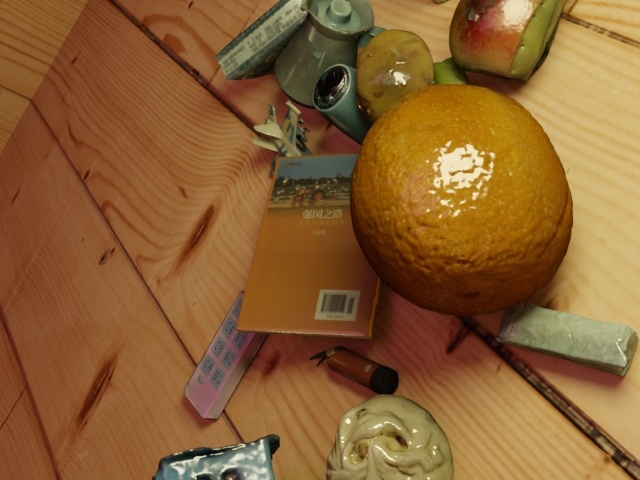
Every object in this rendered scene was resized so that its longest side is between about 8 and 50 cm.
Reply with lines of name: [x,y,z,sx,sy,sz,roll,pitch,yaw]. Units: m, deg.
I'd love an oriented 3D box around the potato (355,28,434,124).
potato: [0.128,-0.277,1.319,0.137,0.137,0.176,-6,88,44]

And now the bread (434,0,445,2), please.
bread: [0.261,-0.634,1.329,0.346,0.405,0.242,-26,65,20]

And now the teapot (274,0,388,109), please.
teapot: [0.025,-0.378,1.524,0.225,0.203,0.171,119,159,-57]

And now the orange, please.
orange: [0.198,-0.068,1.127,0.322,0.322,0.357,-35,42,29]

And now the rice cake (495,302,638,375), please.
rice cake: [0.344,0.133,1.077,0.206,0.063,0.069,8,72,46]

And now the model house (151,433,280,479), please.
model house: [-0.148,0.502,1.236,0.237,0.215,0.303,100,160,-48]

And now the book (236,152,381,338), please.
book: [0.000,0.000,1.422,0.262,0.028,0.374,-1,62,26]

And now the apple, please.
apple: [0.305,-0.362,1.263,0.207,0.174,0.188,-59,-17,-74]

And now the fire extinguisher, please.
fire extinguisher: [0.055,0.220,1.335,0.062,0.050,0.177,-34,31,-30]

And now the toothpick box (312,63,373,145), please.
toothpick box: [0.076,-0.248,1.433,0.120,0.184,0.120,-22,57,37]

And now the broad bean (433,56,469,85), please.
broad bean: [0.220,-0.238,1.360,0.124,0.082,0.174,147,126,-63]

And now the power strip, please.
power strip: [-0.187,0.235,1.584,0.109,0.037,0.279,37,99,47]

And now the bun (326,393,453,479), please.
bun: [0.092,0.344,1.185,0.231,0.133,0.231,-22,55,36]

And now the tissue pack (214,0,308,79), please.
tissue pack: [-0.082,-0.449,1.690,0.257,0.185,0.081,-29,90,33]

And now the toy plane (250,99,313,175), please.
toy plane: [-0.047,-0.171,1.598,0.262,0.088,0.192,45,137,25]
